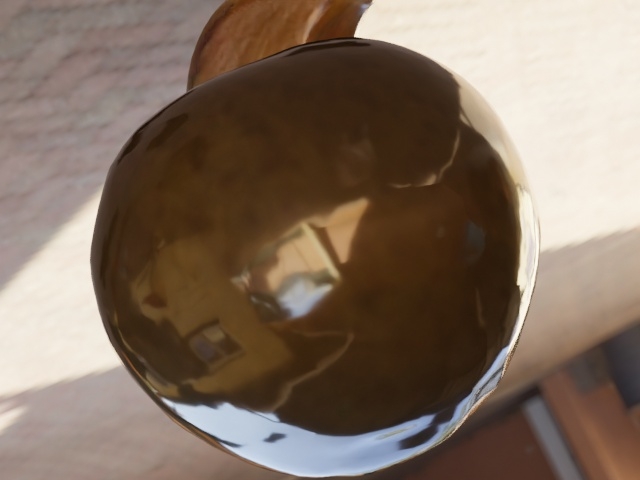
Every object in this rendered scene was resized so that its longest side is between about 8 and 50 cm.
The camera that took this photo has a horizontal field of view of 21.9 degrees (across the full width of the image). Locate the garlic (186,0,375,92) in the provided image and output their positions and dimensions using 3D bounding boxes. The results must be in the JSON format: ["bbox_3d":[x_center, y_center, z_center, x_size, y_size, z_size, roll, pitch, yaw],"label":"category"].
[{"bbox_3d":[-0.022,-0.072,1.055,0.128,0.198,0.090,3,177,36],"label":"garlic"}]

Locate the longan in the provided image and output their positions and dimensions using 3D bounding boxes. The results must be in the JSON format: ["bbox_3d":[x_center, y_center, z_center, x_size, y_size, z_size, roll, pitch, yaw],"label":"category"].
[{"bbox_3d":[0.000,0.000,0.874,0.248,0.248,0.248,-25,168,-6],"label":"longan"}]
